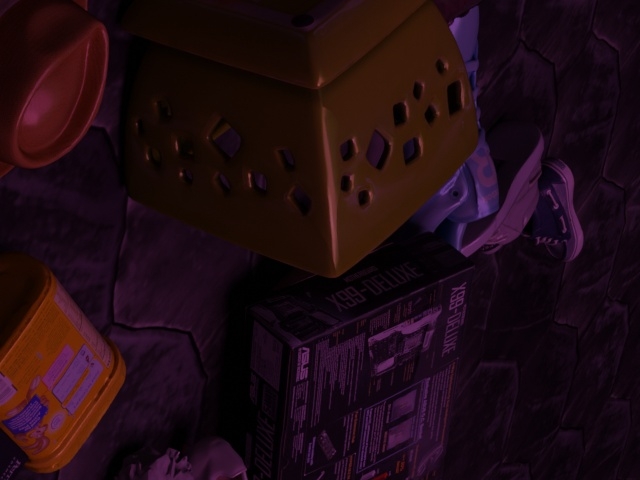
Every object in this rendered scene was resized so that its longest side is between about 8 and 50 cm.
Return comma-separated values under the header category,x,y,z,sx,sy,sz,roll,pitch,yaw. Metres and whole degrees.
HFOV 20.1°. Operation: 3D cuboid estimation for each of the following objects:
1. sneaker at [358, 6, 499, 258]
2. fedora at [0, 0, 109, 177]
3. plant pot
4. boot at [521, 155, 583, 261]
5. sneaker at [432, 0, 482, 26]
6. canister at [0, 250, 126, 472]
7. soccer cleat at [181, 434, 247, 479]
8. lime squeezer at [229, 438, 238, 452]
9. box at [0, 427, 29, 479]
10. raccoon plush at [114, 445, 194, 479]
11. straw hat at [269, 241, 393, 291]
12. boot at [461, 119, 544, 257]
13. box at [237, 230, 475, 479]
category,x,y,z,sx,sy,sz,roll,pitch,yaw
sneaker,0.136,-0.097,1.897,0.135,0.150,0.366,-32,140,-51
fedora,-0.207,-0.115,1.287,0.194,0.079,0.194,-45,149,-37
plant pot,-0.021,-0.137,1.475,0.227,0.228,0.207,-43,140,-39
boot,0.293,-0.021,2.396,0.086,0.069,0.190,-44,141,-23
sneaker,0.081,-0.217,1.747,0.281,0.106,0.162,-18,136,-41
canister,-0.233,0.097,1.445,0.126,0.073,0.170,-56,153,-18
soccer cleat,-0.104,0.283,1.812,0.068,0.076,0.196,-23,131,-31
lime squeezer,-0.063,0.220,1.944,0.110,0.059,0.310,-37,163,18
box,-0.316,0.176,1.332,0.156,0.093,0.158,-57,156,-16
raccoon plush,-0.189,0.436,1.818,0.216,0.299,0.446,3,78,-48
straw hat,0.000,0.000,1.820,0.144,0.144,0.061,-23,90,-56
boot,0.195,-0.022,2.146,0.258,0.095,0.123,-48,144,-34
box,0.032,0.166,1.861,0.242,0.076,0.307,-23,134,-33
